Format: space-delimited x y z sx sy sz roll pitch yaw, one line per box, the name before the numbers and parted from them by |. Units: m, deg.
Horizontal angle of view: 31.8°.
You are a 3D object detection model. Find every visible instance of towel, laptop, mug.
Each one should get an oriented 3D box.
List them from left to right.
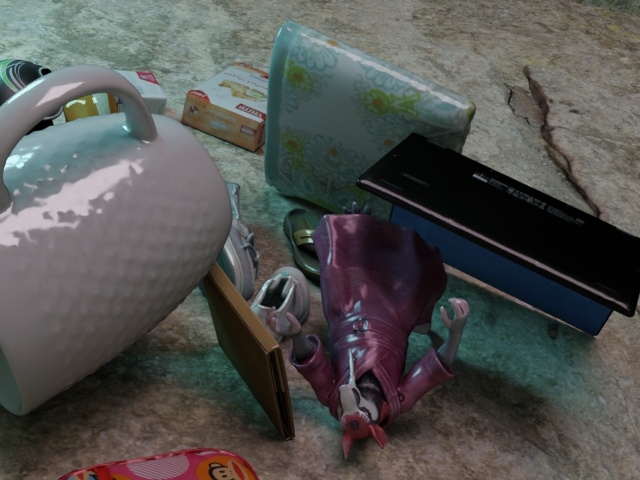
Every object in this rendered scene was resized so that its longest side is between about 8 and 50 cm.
mug | -0.279 -0.032 1.273 0.328 0.374 0.276 -33 56 -27
towel | 0.067 -0.157 1.794 0.321 0.374 0.090 23 58 10
laptop | 0.245 0.036 1.611 0.382 0.236 0.408 26 25 11

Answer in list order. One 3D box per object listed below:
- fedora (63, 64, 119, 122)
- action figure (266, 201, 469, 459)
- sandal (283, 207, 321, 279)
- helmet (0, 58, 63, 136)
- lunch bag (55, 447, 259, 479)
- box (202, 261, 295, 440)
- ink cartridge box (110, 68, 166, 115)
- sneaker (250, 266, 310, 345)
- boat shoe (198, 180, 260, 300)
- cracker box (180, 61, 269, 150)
fedora | -0.371 -0.187 1.806 0.079 0.194 0.194 -13 38 -17
action figure | 0.050 0.138 1.485 0.248 0.275 0.370 11 48 -1
sandal | 0.000 0.000 1.777 0.090 0.060 0.219 5 31 -20
helmet | -0.485 -0.204 1.773 0.169 0.169 0.161 -12 58 -41
lunch bag | -0.152 0.336 1.072 0.258 0.120 0.293 -3 33 -25
box | -0.092 0.131 1.406 0.021 0.164 0.201 -25 44 -17
ink cartridge box | -0.367 -0.260 2.031 0.151 0.063 0.109 1 33 -25
sneaker | -0.055 0.077 1.582 0.080 0.094 0.212 18 29 5
boat shoe | -0.139 -0.010 1.670 0.103 0.118 0.320 1 26 -18
cracker box | -0.143 -0.260 2.145 0.156 0.067 0.232 23 30 11
